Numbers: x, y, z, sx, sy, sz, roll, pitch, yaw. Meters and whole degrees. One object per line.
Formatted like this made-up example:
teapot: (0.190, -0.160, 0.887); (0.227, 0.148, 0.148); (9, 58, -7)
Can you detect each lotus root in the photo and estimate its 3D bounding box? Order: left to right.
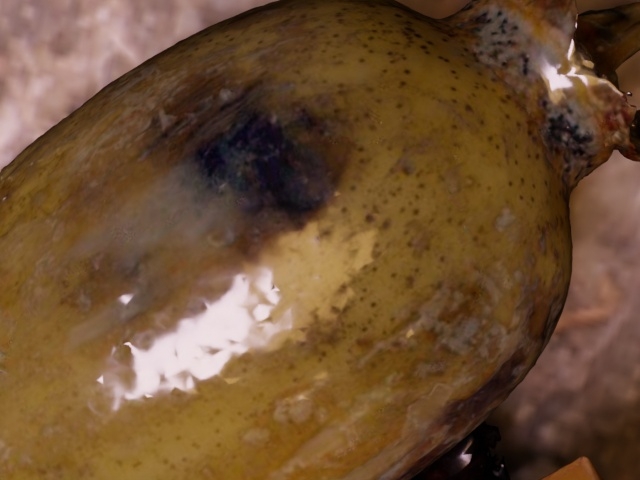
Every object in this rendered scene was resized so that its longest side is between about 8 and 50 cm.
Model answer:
lotus root: (0.000, 0.000, 0.489); (0.278, 0.154, 0.154); (-32, 99, 6)

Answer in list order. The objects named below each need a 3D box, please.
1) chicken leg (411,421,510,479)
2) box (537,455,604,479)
chicken leg: (-0.034, 0.136, 0.539); (0.234, 0.105, 0.063); (-31, 109, 8)
box: (0.065, 0.177, 0.496); (0.152, 0.070, 0.237); (-31, 138, 8)
